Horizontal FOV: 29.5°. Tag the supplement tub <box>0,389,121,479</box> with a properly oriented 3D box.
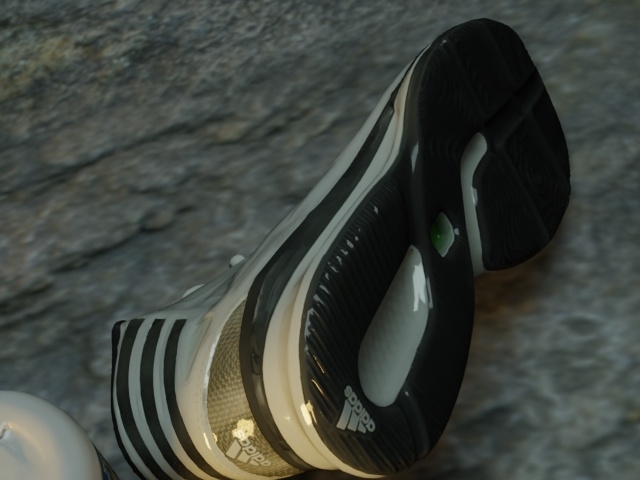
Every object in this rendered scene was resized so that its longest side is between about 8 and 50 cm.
[{"bbox_3d":[-0.168,0.194,0.714,0.144,0.200,0.144,-8,52,10],"label":"supplement tub"}]

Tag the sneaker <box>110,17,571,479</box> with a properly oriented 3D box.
[{"bbox_3d":[-0.001,-0.001,0.841,0.257,0.169,0.447,-17,22,36],"label":"sneaker"}]

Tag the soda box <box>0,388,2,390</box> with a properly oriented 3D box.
[{"bbox_3d":[-0.285,0.191,0.834,0.071,0.067,0.210,31,65,32],"label":"soda box"}]
